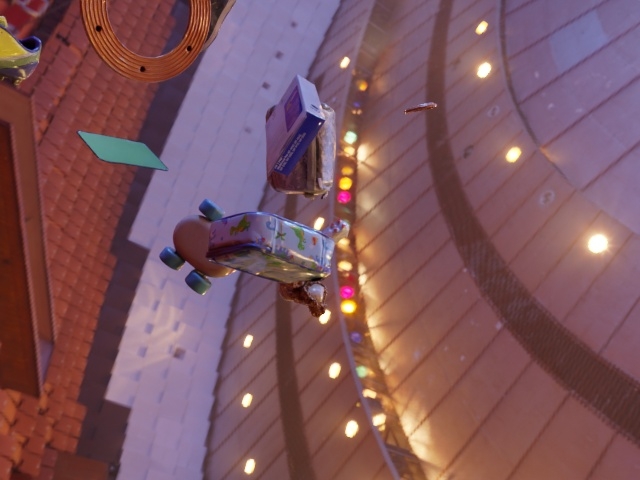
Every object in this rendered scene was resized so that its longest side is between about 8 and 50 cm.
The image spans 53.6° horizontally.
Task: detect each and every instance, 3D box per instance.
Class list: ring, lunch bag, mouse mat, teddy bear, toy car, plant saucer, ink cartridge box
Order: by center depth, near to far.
[{"bbox_3d":[-0.095,0.019,1.203,0.176,0.219,0.090,-8,-111,44],"label":"lunch bag"},{"bbox_3d":[-0.399,-0.537,1.466,0.032,0.336,0.337,23,-93,39],"label":"ring"},{"bbox_3d":[-0.064,-0.268,1.503,0.165,0.065,0.333,-53,-159,23],"label":"ink cartridge box"},{"bbox_3d":[-0.476,-0.216,1.532,0.152,0.189,0.007,43,-65,36],"label":"mouse mat"},{"bbox_3d":[0.254,-0.338,1.614,0.083,0.083,0.013,0,-76,62],"label":"plant saucer"},{"bbox_3d":[-0.312,0.028,1.879,0.219,0.210,0.238,-50,167,1],"label":"toy car"},{"bbox_3d":[-0.075,0.146,1.984,0.113,0.245,0.338,-54,-159,-5],"label":"teddy bear"},{"bbox_3d":[-0.055,-0.288,2.007,0.256,0.212,0.305,-152,-118,-76],"label":"lunch bag"}]

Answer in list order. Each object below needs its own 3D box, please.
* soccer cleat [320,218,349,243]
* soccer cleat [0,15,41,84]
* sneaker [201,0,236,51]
[{"bbox_3d":[0.000,0.000,1.946,0.196,0.076,0.068,-22,-131,-10],"label":"soccer cleat"},{"bbox_3d":[-0.662,-0.389,1.201,0.093,0.289,0.121,40,-77,20],"label":"soccer cleat"},{"bbox_3d":[-0.385,-0.732,2.016,0.226,0.163,0.086,-59,-145,11],"label":"sneaker"}]
